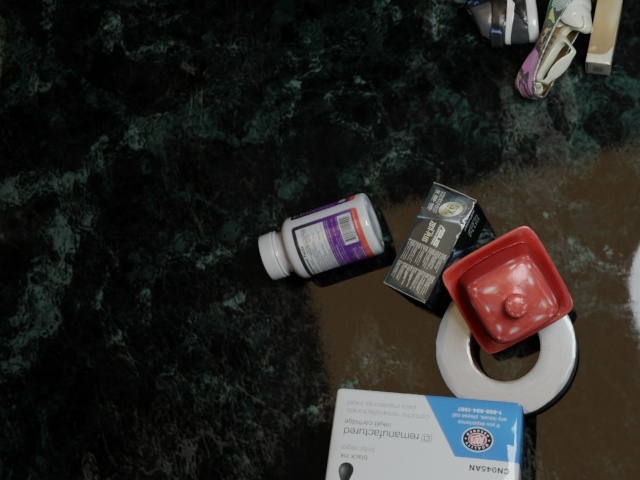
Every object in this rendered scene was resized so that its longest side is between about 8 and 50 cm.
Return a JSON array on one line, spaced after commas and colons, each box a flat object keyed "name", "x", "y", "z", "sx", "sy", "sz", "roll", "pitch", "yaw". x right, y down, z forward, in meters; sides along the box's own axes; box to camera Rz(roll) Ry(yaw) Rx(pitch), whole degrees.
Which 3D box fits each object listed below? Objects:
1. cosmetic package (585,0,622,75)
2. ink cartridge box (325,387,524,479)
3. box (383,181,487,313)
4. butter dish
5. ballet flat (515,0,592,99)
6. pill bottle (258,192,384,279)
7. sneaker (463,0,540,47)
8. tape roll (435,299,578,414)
[{"name": "cosmetic package", "x": 0.463, "y": -0.334, "z": 1.805, "sx": 0.041, "sy": 0.060, "sz": 0.115, "roll": 10, "pitch": 81, "yaw": 15}, {"name": "ink cartridge box", "x": 0.146, "y": 0.438, "z": 1.627, "sx": 0.285, "sy": 0.166, "sz": 0.395, "roll": 3, "pitch": 64, "yaw": 11}, {"name": "box", "x": 0.187, "y": 0.015, "z": 1.767, "sx": 0.077, "sy": 0.147, "sz": 0.180, "roll": 26, "pitch": 87, "yaw": 19}, {"name": "butter dish", "x": 0.285, "y": 0.085, "z": 1.650, "sx": 0.160, "sy": 0.118, "sz": 0.160, "roll": -30, "pitch": 100, "yaw": 7}, {"name": "ballet flat", "x": 0.392, "y": -0.328, "z": 1.793, "sx": 0.079, "sy": 0.077, "sz": 0.221, "roll": 39, "pitch": 108, "yaw": 51}, {"name": "pill bottle", "x": 0.000, "y": 0.000, "z": 1.841, "sx": 0.193, "sy": 0.108, "sz": 0.108, "roll": -18, "pitch": 75, "yaw": 12}, {"name": "sneaker", "x": 0.298, "y": -0.431, "z": 1.857, "sx": 0.121, "sy": 0.079, "sz": 0.217, "roll": -7, "pitch": 79, "yaw": 12}, {"name": "tape roll", "x": 0.294, "y": 0.170, "z": 1.748, "sx": 0.219, "sy": 0.072, "sz": 0.219, "roll": -3, "pitch": 78, "yaw": 14}]
